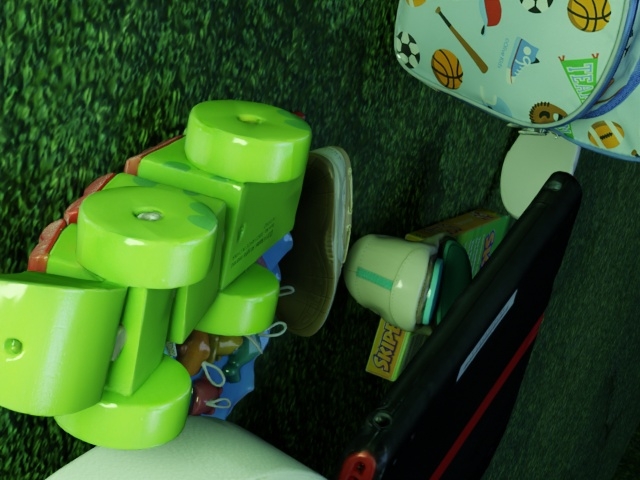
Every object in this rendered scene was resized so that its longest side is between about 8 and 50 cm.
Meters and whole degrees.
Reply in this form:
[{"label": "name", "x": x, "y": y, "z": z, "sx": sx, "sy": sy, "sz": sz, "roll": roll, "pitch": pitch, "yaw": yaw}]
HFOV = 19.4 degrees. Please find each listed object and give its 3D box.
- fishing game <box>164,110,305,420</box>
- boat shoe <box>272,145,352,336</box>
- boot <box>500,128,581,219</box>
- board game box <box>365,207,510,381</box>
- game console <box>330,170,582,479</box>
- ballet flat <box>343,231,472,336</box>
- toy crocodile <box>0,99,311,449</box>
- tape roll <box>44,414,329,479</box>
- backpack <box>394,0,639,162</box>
[{"label": "fishing game", "x": -0.054, "y": 0.054, "z": 1.166, "sx": 0.189, "sy": 0.041, "sz": 0.264, "roll": -28, "pitch": 133, "yaw": -66}, {"label": "boat shoe", "x": 0.000, "y": 0.000, "z": 1.255, "sx": 0.045, "sy": 0.050, "sz": 0.135, "roll": -35, "pitch": 142, "yaw": -53}, {"label": "boot", "x": 0.230, "y": -0.095, "z": 1.826, "sx": 0.086, "sy": 0.069, "sz": 0.190, "roll": 57, "pitch": 52, "yaw": -65}, {"label": "board game box", "x": 0.110, "y": 0.042, "z": 1.669, "sx": 0.259, "sy": 0.039, "sz": 0.124, "roll": -14, "pitch": 122, "yaw": -67}, {"label": "game console", "x": 0.080, "y": 0.161, "z": 1.491, "sx": 0.386, "sy": 0.060, "sz": 0.342, "roll": -49, "pitch": 158, "yaw": -44}, {"label": "ballet flat", "x": 0.065, "y": 0.029, "z": 1.443, "sx": 0.248, "sy": 0.086, "sz": 0.086, "roll": 25, "pitch": 84, "yaw": -78}, {"label": "toy crocodile", "x": -0.084, "y": 0.004, "z": 0.943, "sx": 0.340, "sy": 0.105, "sz": 0.115, "roll": -48, "pitch": 151, "yaw": -62}, {"label": "tape roll", "x": -0.118, "y": 0.282, "z": 1.016, "sx": 0.392, "sy": 0.072, "sz": 0.392, "roll": -40, "pitch": 144, "yaw": -36}, {"label": "backpack", "x": 0.195, "y": -0.185, "z": 1.294, "sx": 0.213, "sy": 0.263, "sz": 0.276, "roll": -33, "pitch": 141, "yaw": -49}]
